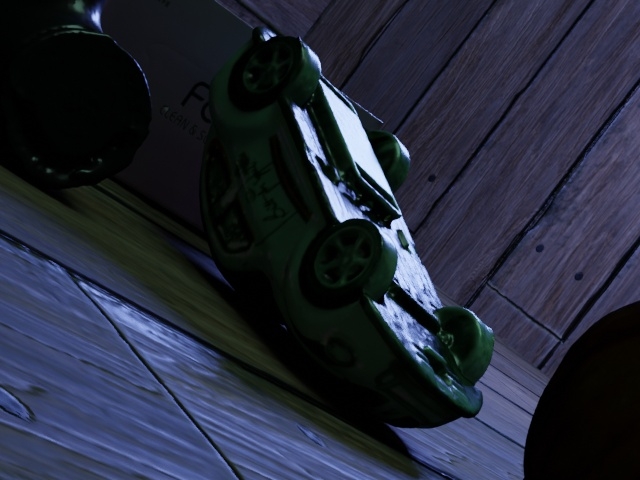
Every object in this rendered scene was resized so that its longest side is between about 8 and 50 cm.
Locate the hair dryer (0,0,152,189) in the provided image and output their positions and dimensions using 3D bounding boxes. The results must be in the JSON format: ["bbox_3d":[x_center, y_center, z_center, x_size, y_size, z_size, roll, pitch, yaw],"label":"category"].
[{"bbox_3d":[-0.132,-0.173,0.836,0.089,0.251,0.197,22,10,-32],"label":"hair dryer"}]

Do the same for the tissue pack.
[{"bbox_3d":[-0.095,-0.097,1.061,0.246,0.148,0.092,32,7,-37],"label":"tissue pack"}]

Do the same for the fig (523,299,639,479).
[{"bbox_3d":[0.222,0.128,0.732,0.235,0.214,0.235,14,4,-1],"label":"fig"}]

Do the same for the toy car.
[{"bbox_3d":[0.000,0.000,0.910,0.136,0.125,0.305,40,22,-44],"label":"toy car"}]

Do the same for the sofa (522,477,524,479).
[{"bbox_3d":[0.164,0.180,0.853,0.118,0.039,0.060,38,3,10],"label":"sofa"}]
